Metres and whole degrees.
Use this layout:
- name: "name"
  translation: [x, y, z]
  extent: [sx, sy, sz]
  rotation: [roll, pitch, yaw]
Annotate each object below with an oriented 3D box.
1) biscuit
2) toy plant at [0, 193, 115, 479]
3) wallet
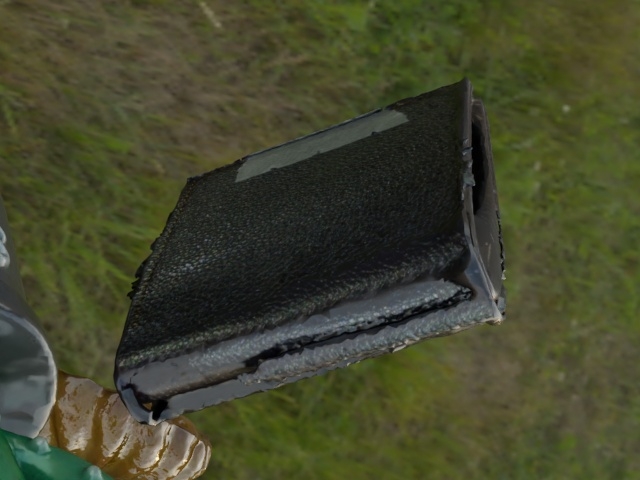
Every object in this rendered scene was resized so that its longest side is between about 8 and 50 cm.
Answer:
- name: "biscuit"
  translation: [-0.289, 0.220, 1.762]
  extent: [0.326, 0.326, 0.107]
  rotation: [39, 70, -52]
- name: "toy plant"
  translation: [-0.262, 0.107, 0.931]
  extent: [0.185, 0.400, 0.279]
  rotation: [-34, 133, 13]
- name: "wallet"
  translation: [0.000, 0.000, 0.895]
  extent: [0.262, 0.221, 0.071]
  rotation: [-84, 150, -59]
